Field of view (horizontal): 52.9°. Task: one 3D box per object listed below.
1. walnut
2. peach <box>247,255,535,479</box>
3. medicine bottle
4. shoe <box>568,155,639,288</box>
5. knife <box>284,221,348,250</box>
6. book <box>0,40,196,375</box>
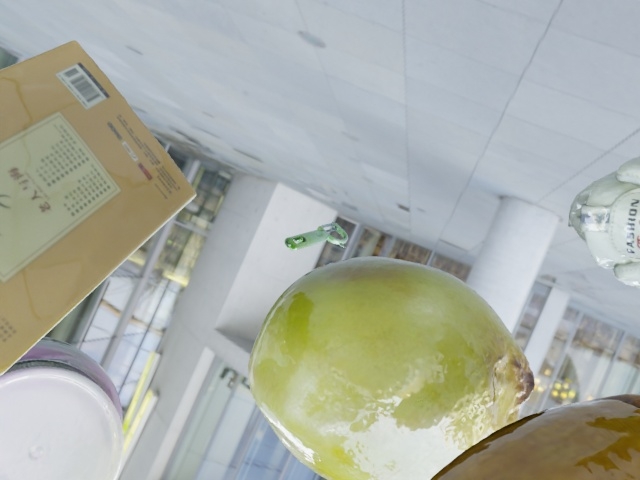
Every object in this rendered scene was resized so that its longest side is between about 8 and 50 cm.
[{"bbox_3d":[0.177,0.238,0.482,0.337,0.208,0.209,-17,-168,-16],"label":"walnut"},{"bbox_3d":[0.080,0.158,0.806,0.314,0.281,0.316,-27,-152,-30],"label":"peach"},{"bbox_3d":[-0.390,0.253,0.858,0.241,0.241,0.302,24,165,-23],"label":"medicine bottle"},{"bbox_3d":[0.298,-0.004,0.458,0.211,0.132,0.342,1,-174,6],"label":"shoe"},{"bbox_3d":[-0.001,0.001,1.041,0.054,0.015,0.212,47,-159,12],"label":"knife"},{"bbox_3d":[-0.324,-0.064,0.739,0.032,0.389,0.268,-25,107,35],"label":"book"}]
